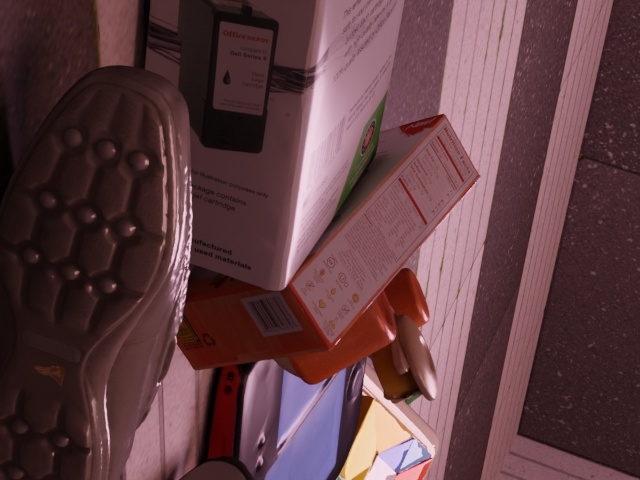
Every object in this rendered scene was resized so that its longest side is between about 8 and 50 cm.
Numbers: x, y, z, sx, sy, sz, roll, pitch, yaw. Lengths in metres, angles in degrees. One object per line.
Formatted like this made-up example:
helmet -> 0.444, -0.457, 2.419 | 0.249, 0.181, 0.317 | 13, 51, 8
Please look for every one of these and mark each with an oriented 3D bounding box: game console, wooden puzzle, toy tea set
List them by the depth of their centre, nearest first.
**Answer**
toy tea set -> 0.015, 0.067, 1.549 | 0.336, 0.124, 0.200 | 51, 21, -59
game console -> -0.026, 0.175, 1.697 | 0.386, 0.060, 0.342 | -51, 156, -56
wooden puzzle -> 0.059, 0.287, 2.015 | 0.221, 0.044, 0.239 | 47, 57, -42

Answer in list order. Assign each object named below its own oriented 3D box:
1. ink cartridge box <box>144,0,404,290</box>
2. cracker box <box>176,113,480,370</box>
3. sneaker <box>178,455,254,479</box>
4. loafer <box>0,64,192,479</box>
ink cartridge box -> -0.025, -0.148, 1.134 | 0.211, 0.121, 0.289 | -54, 158, -53
cracker box -> 0.000, 0.000, 1.290 | 0.232, 0.155, 0.067 | -46, 113, -40
sneaker -> -0.121, 0.259, 1.366 | 0.271, 0.100, 0.108 | -52, 151, -54
loafer -> -0.135, 0.029, 0.998 | 0.111, 0.112, 0.319 | -59, 170, -56
